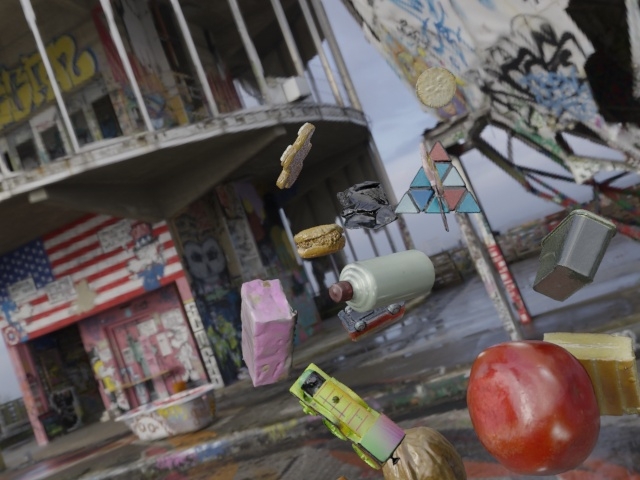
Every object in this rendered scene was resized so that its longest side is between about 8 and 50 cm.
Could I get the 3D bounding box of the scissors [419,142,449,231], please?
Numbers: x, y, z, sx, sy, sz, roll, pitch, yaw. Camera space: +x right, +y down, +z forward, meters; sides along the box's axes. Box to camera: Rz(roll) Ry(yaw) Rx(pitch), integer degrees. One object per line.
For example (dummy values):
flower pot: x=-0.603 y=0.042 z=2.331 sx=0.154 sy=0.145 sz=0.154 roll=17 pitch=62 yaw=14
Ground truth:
scissors: x=0.341 y=-0.149 z=1.821 sx=0.024 sy=0.317 sz=0.160 roll=-22 pitch=-41 yaw=19

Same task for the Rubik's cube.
Rubik's cube: x=0.336 y=-0.169 z=2.048 sx=0.234 sy=0.250 sz=0.284 roll=-25 pitch=23 yaw=-10

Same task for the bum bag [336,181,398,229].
bum bag: x=0.117 y=-0.093 z=1.641 sx=0.137 sy=0.074 sz=0.310 roll=-9 pitch=21 yaw=1

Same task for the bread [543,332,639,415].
bread: x=0.757 y=0.379 z=1.729 sx=0.239 sy=0.246 sz=0.111 roll=-3 pitch=34 yaw=30

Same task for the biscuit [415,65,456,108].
biscuit: x=0.420 y=-0.556 z=2.261 sx=0.152 sy=0.152 sz=0.020 roll=-21 pitch=14 yaw=8

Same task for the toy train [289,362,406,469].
toy train: x=0.060 y=0.394 z=1.409 sx=0.100 sy=0.296 sz=0.160 roll=-47 pitch=-21 yaw=-21

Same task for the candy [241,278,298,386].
candy: x=-0.139 y=0.241 z=1.628 sx=0.116 sy=0.155 sz=0.265 roll=-11 pitch=-48 yaw=-20

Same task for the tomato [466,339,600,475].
tomato: x=0.509 y=0.397 z=1.509 sx=0.293 sy=0.325 sz=0.290 roll=17 pitch=-37 yaw=-31

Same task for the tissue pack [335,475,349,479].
tissue pack: x=0.111 y=0.980 z=2.147 sx=0.145 sy=0.274 sz=0.194 roll=-59 pitch=-24 yaw=7

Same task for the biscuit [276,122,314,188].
biscuit: x=-0.073 y=-0.214 z=1.679 sx=0.158 sy=0.035 sz=0.240 roll=-55 pitch=-4 yaw=-22

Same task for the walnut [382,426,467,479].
walnut: x=0.290 y=0.649 z=1.751 sx=0.225 sy=0.261 sz=0.225 roll=-34 pitch=3 yaw=2

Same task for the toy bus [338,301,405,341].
toy bus: x=0.140 y=0.193 z=1.620 sx=0.174 sy=0.079 sz=0.077 roll=-25 pitch=-47 yaw=-10

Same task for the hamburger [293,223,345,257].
hamburger: x=0.000 y=0.000 z=1.699 sx=0.138 sy=0.083 sz=0.147 roll=-16 pitch=5 yaw=6

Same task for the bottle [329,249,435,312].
bottle: x=0.120 y=0.085 z=1.270 sx=0.245 sy=0.104 sz=0.104 roll=-11 pitch=-9 yaw=-41

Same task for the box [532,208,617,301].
box: x=0.685 y=0.051 z=1.724 sx=0.178 sy=0.138 sz=0.274 roll=-60 pitch=-10 yaw=-20
